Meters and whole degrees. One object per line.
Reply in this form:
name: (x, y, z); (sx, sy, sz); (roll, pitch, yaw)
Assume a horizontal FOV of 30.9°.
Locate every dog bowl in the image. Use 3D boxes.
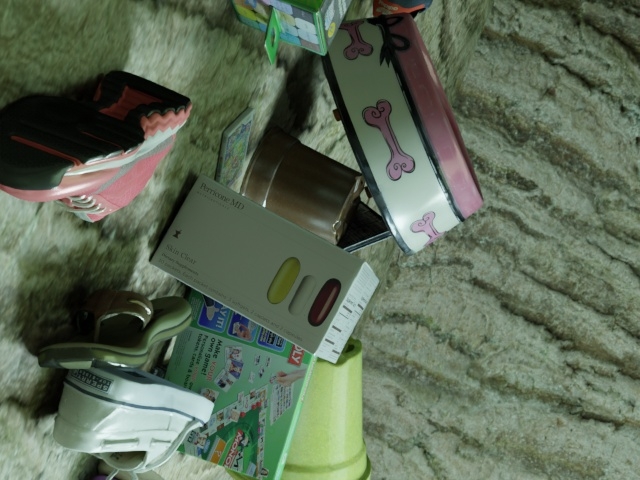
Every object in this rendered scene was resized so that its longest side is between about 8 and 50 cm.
dog bowl: (0.139, -0.188, 1.884); (0.408, 0.150, 0.407); (-21, 90, -79)

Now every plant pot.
plant pot: (-0.025, -0.079, 1.885); (0.167, 0.165, 0.167); (23, 90, -80)
plant pot: (-0.030, 0.290, 2.081); (0.276, 0.276, 0.253); (-42, 141, -66)

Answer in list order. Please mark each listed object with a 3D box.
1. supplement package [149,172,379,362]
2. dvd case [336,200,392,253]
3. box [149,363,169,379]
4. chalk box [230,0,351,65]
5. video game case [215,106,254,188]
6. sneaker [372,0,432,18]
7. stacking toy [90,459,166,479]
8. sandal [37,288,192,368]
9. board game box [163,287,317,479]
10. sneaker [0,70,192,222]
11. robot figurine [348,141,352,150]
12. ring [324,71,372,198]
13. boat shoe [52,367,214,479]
supplement package: (-0.071, 0.043, 1.627); (0.145, 0.262, 0.204); (-62, 169, -4)
dvd case: (0.000, 0.000, 1.948); (0.164, 0.221, 0.018); (-137, -152, -63)
box: (-0.251, 0.227, 1.791); (0.083, 0.018, 0.067); (12, 101, -79)
chalk box: (-0.034, -0.328, 1.457); (0.132, 0.132, 0.213); (75, 40, -74)
video game case: (-0.129, -0.127, 1.702); (0.087, 0.011, 0.122); (-53, 162, -51)
sneaker: (0.183, -0.501, 2.185); (0.350, 0.131, 0.148); (-42, 159, -54)
stacking toy: (-0.333, 0.468, 1.611); (0.330, 0.141, 0.141); (-57, 165, -29)
sandal: (-0.247, 0.095, 1.384); (0.303, 0.120, 0.086); (-38, 125, -74)
board game box: (-0.119, 0.185, 1.757); (0.046, 0.214, 0.317); (19, 88, -79)
sneaker: (-0.219, -0.068, 1.127); (0.314, 0.116, 0.136); (-42, 154, -66)
robot figurine: (0.094, -0.231, 2.394); (0.101, 0.067, 0.115); (-71, 174, -45)
ring: (0.075, -0.165, 2.039); (0.336, 0.032, 0.336); (-21, 90, -82)
boat shoe: (-0.254, 0.255, 1.540); (0.367, 0.136, 0.156); (44, 69, -75)
